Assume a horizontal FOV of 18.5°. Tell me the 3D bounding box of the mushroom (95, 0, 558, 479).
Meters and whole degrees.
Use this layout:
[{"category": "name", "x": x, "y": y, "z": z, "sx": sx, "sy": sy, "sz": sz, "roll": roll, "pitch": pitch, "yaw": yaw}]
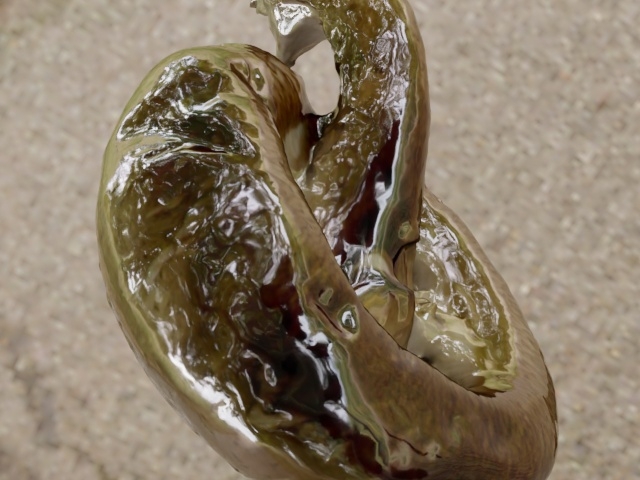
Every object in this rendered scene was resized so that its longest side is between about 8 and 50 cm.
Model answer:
[{"category": "mushroom", "x": -0.001, "y": 0.000, "z": 0.494, "sx": 0.080, "sy": 0.135, "sz": 0.171, "roll": -25, "pitch": 51, "yaw": 27}]
